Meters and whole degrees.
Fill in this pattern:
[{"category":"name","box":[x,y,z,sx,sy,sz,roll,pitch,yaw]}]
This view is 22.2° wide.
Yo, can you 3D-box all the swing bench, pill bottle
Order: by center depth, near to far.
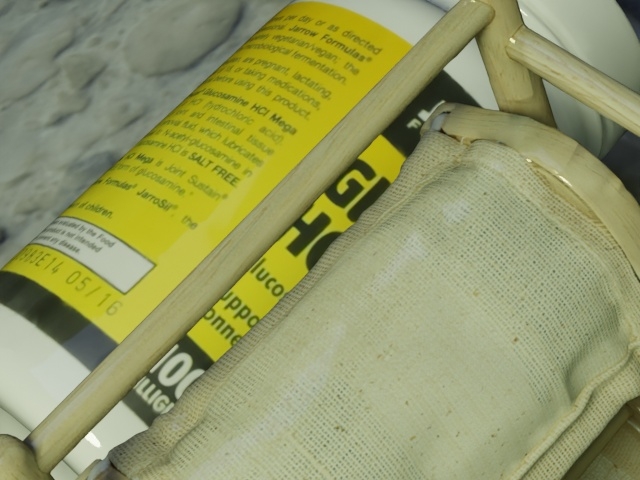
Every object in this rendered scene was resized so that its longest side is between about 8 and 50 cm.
[{"category":"swing bench","box":[0.045,0.086,0.596,0.165,0.254,0.253,36,68,24]},{"category":"pill bottle","box":[0.000,0.000,0.775,0.334,0.188,0.188,-46,43,-18]}]
